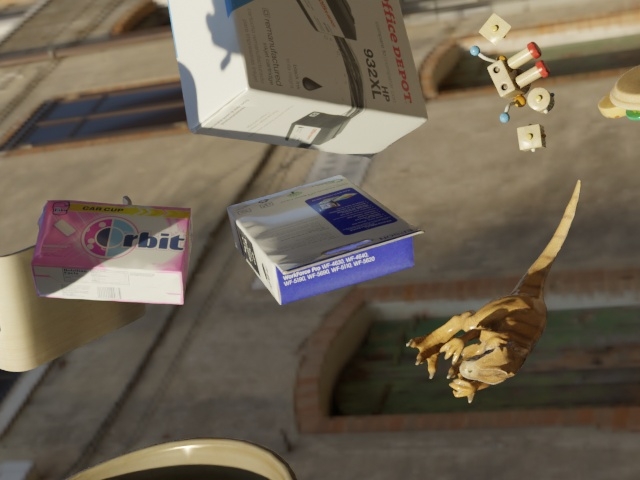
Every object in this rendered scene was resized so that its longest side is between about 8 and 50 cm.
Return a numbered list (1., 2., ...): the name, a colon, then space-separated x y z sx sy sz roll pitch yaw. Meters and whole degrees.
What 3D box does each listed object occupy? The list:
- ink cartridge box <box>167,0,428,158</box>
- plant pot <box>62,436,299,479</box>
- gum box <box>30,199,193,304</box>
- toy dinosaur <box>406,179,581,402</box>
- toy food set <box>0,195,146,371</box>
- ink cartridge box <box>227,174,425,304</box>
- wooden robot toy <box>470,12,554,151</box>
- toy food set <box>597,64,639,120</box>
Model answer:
1. ink cartridge box: -0.028 -0.245 1.473 0.307 0.129 0.223 4 -113 -41
2. plant pot: -0.130 0.376 0.999 0.323 0.323 0.280 -58 -46 -59
3. gum box: -0.254 0.013 1.380 0.062 0.188 0.107 95 178 -47
4. toy dinosaur: 0.124 0.052 0.738 0.064 0.112 0.211 51 -148 -10
5. toy food set: -0.438 0.068 1.954 0.306 0.092 0.220 -26 -54 -38
6. ink cartridge box: 0.000 0.000 1.341 0.332 0.165 0.065 -136 32 -71
7. wooden robot toy: 0.248 -0.192 1.392 0.079 0.076 0.173 4 -117 -66
8. toy food set: 0.226 -0.098 0.733 0.082 0.083 0.020 34 147 63
